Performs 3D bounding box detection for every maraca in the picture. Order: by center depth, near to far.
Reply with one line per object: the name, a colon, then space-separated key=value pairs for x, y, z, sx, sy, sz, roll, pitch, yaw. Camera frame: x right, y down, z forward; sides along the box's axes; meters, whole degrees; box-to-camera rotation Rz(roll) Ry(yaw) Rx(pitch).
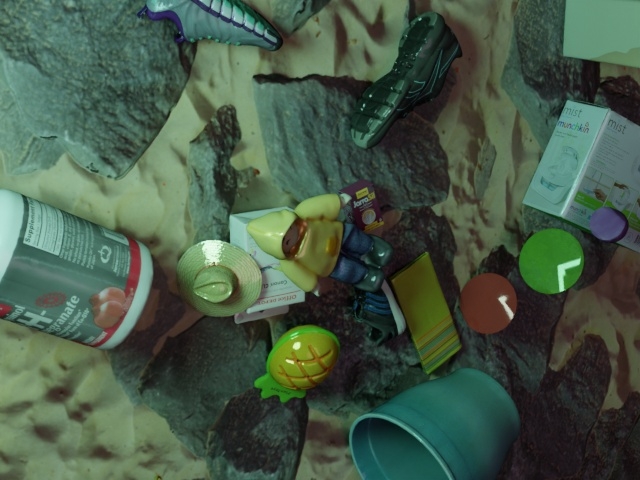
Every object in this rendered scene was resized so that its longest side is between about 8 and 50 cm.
maraca: x=-0.040 y=0.223 z=1.682 sx=0.127 sy=0.099 sz=0.186 roll=20 pitch=120 yaw=-25

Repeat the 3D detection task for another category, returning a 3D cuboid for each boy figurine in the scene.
boy figurine: x=0.000 y=0.000 z=1.556 sx=0.285 sy=0.092 sz=0.177 roll=22 pitch=90 yaw=-47

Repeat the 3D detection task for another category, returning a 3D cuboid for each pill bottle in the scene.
pill bottle: x=-0.416 y=0.032 z=1.348 sx=0.318 sy=0.176 sz=0.176 roll=24 pitch=93 yaw=-34

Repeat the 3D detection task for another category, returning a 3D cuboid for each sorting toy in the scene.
sorting toy: x=0.451 y=0.063 z=1.856 sx=0.365 sy=0.127 sz=0.126 roll=-37 pitch=153 yaw=19

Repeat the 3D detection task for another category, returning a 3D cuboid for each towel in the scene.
towel: x=0.206 y=0.144 z=1.843 sx=0.102 sy=0.021 sz=0.237 roll=-35 pitch=119 yaw=-22

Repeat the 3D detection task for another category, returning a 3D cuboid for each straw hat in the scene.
straw hat: x=-0.171 y=0.072 z=1.530 sx=0.144 sy=0.061 sz=0.144 roll=2 pitch=108 yaw=5

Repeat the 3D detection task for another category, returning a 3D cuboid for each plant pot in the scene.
plant pot: x=0.240 y=0.381 z=1.809 sx=0.255 sy=0.271 sz=0.272 roll=-32 pitch=120 yaw=-34

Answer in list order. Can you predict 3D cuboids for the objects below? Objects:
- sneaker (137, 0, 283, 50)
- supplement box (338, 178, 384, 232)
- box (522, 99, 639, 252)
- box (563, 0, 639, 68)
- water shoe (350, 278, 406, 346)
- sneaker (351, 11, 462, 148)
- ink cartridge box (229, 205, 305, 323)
sneaker: x=-0.167 y=-0.332 z=1.446 sx=0.223 sy=0.083 sz=0.098 roll=26 pitch=113 yaw=-29
supplement box: x=0.073 y=-0.059 z=1.682 sx=0.055 sy=0.043 sz=0.083 roll=-27 pitch=117 yaw=-19
box: x=0.577 y=-0.127 z=1.903 sx=0.262 sy=0.127 sz=0.231 roll=19 pitch=96 yaw=-33
box: x=0.604 y=-0.384 z=1.722 sx=0.148 sy=0.311 sz=0.121 roll=-11 pitch=111 yaw=-26
water shoe: x=0.091 y=0.115 z=1.733 sx=0.080 sy=0.073 sz=0.203 roll=-38 pitch=121 yaw=-12
sneaker: x=0.156 y=-0.261 z=1.630 sx=0.106 sy=0.101 sz=0.267 roll=36 pitch=87 yaw=-36
ink cartridge box: x=-0.089 y=0.051 z=1.609 sx=0.115 sy=0.067 sz=0.198 roll=-10 pitch=111 yaw=-28
